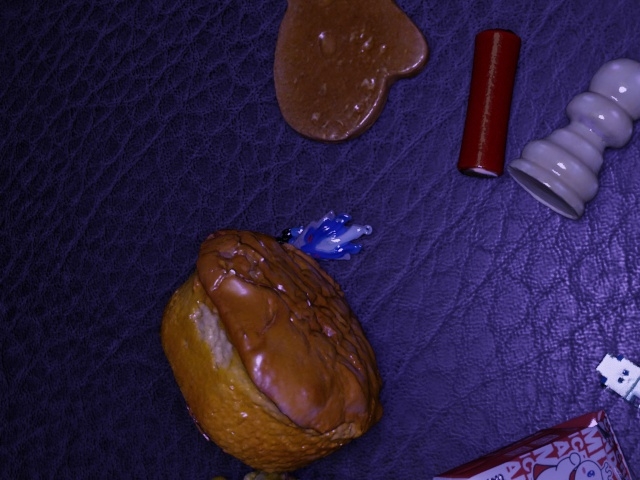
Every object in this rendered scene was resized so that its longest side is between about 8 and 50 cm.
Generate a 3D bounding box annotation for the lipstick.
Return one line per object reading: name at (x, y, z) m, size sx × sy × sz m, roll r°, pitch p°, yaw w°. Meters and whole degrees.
lipstick at (0.280, -0.225, 1.401) m, size 0.080 × 0.080 × 0.241 m, roll 7°, pitch 86°, yaw 20°

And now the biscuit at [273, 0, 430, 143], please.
biscuit at (0.055, -0.341, 1.504) m, size 0.287 × 0.057 × 0.343 m, roll 2°, pitch 84°, yaw 20°

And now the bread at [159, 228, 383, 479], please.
bread at (-0.069, 0.163, 1.339) m, size 0.215 × 0.398 × 0.398 m, roll -43°, pitch 72°, yaw 19°

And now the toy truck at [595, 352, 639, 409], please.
toy truck at (0.498, 0.233, 1.272) m, size 0.175 × 0.081 × 0.067 m, roll 36°, pitch 95°, yaw 19°

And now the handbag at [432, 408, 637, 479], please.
handbag at (0.339, 0.380, 1.264) m, size 0.298 × 0.151 × 0.171 m, roll -17°, pitch 81°, yaw -19°

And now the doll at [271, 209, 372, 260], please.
doll at (0.000, 0.000, 1.485) m, size 0.195 × 0.070 × 0.096 m, roll -14°, pitch 110°, yaw 20°

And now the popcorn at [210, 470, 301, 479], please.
popcorn at (-0.107, 0.469, 1.417) m, size 0.185 × 0.167 × 0.187 m, roll -8°, pitch 78°, yaw 24°

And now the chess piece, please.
chess piece at (0.423, -0.172, 1.322) m, size 0.144 × 0.144 × 0.251 m, roll 38°, pitch 91°, yaw 19°
